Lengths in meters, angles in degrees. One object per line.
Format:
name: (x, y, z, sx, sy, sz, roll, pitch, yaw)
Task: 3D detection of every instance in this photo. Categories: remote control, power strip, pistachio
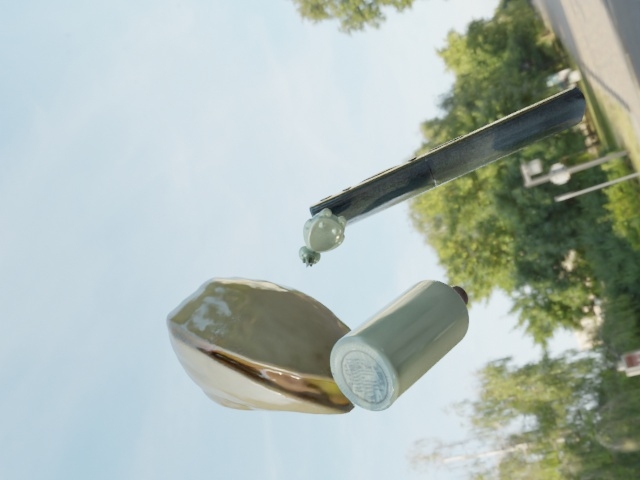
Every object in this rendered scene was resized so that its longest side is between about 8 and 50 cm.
remote control: (0.167, -0.103, 0.918, 0.107, 0.377, 0.044, 37, -150, -71)
power strip: (0.000, 0.000, 0.857, 0.055, 0.083, 0.035, 26, -151, -14)
pistachio: (-0.111, 0.228, 1.414, 0.365, 0.445, 0.281, 1, -72, -77)

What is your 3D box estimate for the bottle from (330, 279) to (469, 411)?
bottle: (0.123, 0.122, 0.898, 0.245, 0.104, 0.104, -28, -81, -46)
